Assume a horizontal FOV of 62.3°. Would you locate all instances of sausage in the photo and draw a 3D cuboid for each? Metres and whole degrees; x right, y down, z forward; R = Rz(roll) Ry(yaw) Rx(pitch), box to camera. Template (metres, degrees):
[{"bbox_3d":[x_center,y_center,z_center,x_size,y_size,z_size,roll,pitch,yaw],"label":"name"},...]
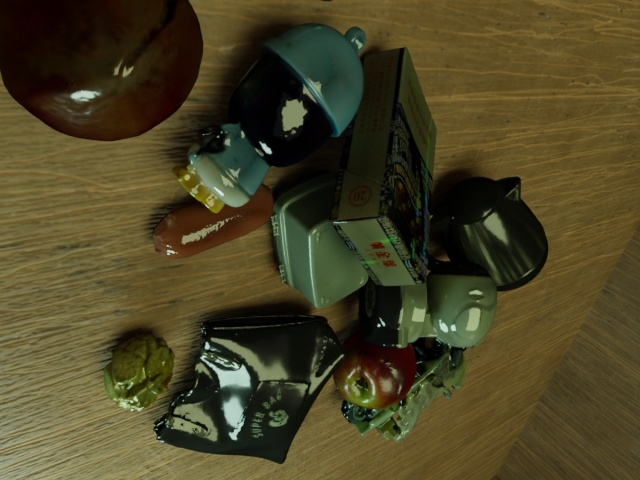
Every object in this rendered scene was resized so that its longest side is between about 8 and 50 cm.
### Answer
[{"bbox_3d":[-0.153,-0.030,0.781,0.194,0.077,0.077,-25,135,-29],"label":"sausage"}]

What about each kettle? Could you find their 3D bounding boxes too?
[{"bbox_3d":[0.346,-0.036,1.171,0.271,0.250,0.208,44,58,-44],"label":"kettle"}]

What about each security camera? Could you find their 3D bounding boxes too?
[{"bbox_3d":[0.231,0.125,1.087,0.277,0.197,0.191,5,81,-9],"label":"security camera"}]

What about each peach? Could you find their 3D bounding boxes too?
[{"bbox_3d":[0.129,0.281,1.208,0.197,0.197,0.198,-24,135,-27],"label":"peach"}]

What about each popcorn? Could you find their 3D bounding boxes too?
[{"bbox_3d":[-0.280,0.211,0.831,0.120,0.106,0.116,-42,131,-8],"label":"popcorn"}]

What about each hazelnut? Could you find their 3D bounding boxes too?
[{"bbox_3d":[-0.205,-0.185,0.506,0.208,0.208,0.208,-24,135,-27],"label":"hazelnut"}]

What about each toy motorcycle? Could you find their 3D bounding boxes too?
[{"bbox_3d":[0.240,0.362,1.387,0.410,0.169,0.237,-32,132,-12],"label":"toy motorcycle"}]

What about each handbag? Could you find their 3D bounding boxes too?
[{"bbox_3d":[-0.135,0.276,0.997,0.287,0.152,0.343,15,110,-35],"label":"handbag"}]

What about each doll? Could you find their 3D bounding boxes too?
[{"bbox_3d":[-0.056,-0.170,0.705,0.314,0.141,0.177,-42,156,-2],"label":"doll"}]

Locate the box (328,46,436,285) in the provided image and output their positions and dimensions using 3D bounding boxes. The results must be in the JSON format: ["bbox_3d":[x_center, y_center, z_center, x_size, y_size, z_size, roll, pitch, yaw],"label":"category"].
[{"bbox_3d":[0.109,-0.110,0.811,0.198,0.084,0.310,51,42,-50],"label":"box"}]

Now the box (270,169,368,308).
[{"bbox_3d":[0.000,0.000,0.898,0.147,0.129,0.210,-26,136,-23],"label":"box"}]
